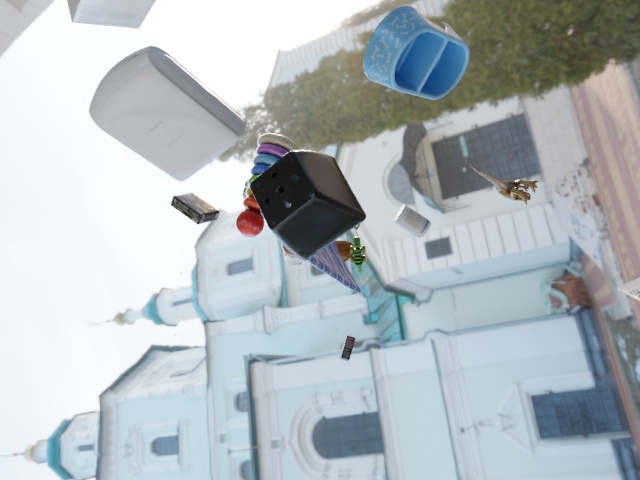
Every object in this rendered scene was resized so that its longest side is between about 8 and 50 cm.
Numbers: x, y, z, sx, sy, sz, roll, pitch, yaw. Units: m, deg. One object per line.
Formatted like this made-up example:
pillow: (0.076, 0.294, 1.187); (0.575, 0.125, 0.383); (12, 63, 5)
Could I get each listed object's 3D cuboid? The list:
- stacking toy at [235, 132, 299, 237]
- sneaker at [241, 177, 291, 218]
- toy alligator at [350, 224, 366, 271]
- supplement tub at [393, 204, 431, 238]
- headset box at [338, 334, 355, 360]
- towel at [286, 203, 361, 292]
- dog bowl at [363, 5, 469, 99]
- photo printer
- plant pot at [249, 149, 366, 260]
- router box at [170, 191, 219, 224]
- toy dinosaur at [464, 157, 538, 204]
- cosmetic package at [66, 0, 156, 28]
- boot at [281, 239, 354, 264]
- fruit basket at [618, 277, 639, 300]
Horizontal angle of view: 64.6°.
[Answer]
stacking toy: (-0.178, -0.165, 1.596); (0.141, 0.141, 0.331); (42, -119, -53)
sneaker: (-0.146, -0.113, 1.921); (0.330, 0.123, 0.146); (20, -145, -11)
toy alligator: (0.136, 0.029, 1.855); (0.051, 0.056, 0.190); (-57, -38, -74)
supplement tub: (0.299, -0.061, 1.652); (0.107, 0.071, 0.071); (33, -148, -5)
headset box: (0.089, 0.350, 1.661); (0.062, 0.032, 0.084); (105, -178, -74)
towel: (-0.008, 0.009, 1.485); (0.336, 0.040, 0.243); (36, -160, -49)
dog bowl: (0.219, -0.392, 1.096); (0.297, 0.166, 0.074); (-6, -137, -47)
photo printer: (-0.375, -0.302, 1.222); (0.307, 0.255, 0.107); (37, -143, -38)
plant pot: (-0.045, -0.090, 1.117); (0.167, 0.188, 0.188); (20, -141, -59)
router box: (-0.389, -0.101, 1.571); (0.092, 0.122, 0.038); (-26, -35, -61)
toy dinosaur: (0.427, -0.121, 1.163); (0.211, 0.112, 0.064); (23, -97, -39)
cosmetic package: (-0.505, -0.693, 1.270); (0.196, 0.365, 0.155); (-11, -93, -39)
boot: (0.000, 0.000, 1.839); (0.220, 0.283, 0.109); (98, 171, -59)
fruit basket: (1.126, 0.111, 1.498); (0.166, 0.326, 0.353); (61, -174, -16)
